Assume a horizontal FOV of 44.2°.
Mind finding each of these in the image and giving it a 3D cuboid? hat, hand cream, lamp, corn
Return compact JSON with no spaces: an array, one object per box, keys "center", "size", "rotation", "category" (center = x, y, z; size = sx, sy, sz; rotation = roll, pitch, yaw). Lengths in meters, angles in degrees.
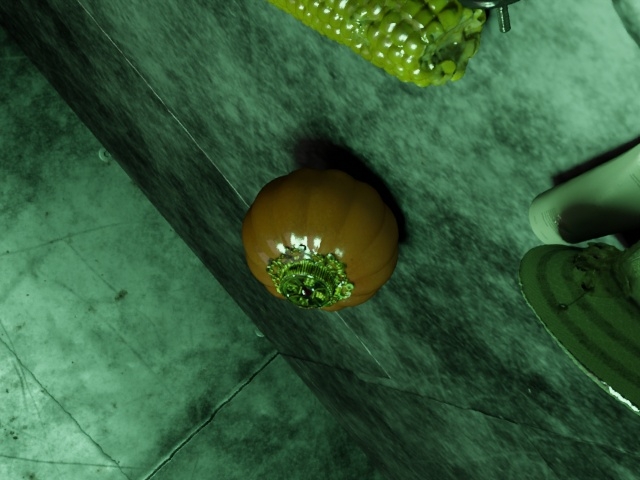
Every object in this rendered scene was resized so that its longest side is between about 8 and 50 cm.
[{"center":[0.291,0.041,0.620],"size":[0.252,0.252,0.110],"rotation":[39,121,24],"category":"hat"},{"center":[0.252,-0.034,0.695],"size":[0.087,0.054,0.186],"rotation":[43,155,-10],"category":"hand cream"},{"center":[0.000,0.000,1.098],"size":[0.223,0.196,0.223],"rotation":[8,136,8],"category":"lamp"},{"center":[-0.010,-0.257,0.711],"size":[0.363,0.120,0.120],"rotation":[39,160,21],"category":"corn"}]

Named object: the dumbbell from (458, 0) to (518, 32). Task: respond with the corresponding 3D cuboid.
[{"center":[0.124,-0.213,0.570],"size":[0.069,0.069,0.147],"rotation":[31,156,40],"category":"dumbbell"}]
